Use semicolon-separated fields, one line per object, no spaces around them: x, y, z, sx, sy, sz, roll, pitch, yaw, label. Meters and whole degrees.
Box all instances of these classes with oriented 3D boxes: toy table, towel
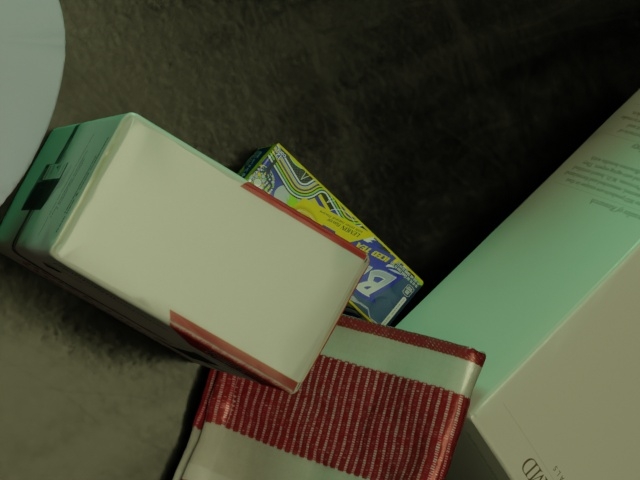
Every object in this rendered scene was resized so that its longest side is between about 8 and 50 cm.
-0.315;-0.093;1.304;0.274;0.161;0.252;-47;119;-37;toy table
-0.026;0.210;1.405;0.037;0.237;0.329;31;76;-49;towel

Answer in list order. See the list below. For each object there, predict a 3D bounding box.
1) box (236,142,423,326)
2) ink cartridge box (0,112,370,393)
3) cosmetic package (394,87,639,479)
0.000;0.000;1.505;0.169;0.054;0.059;44;76;-14;box
-0.111;0.007;1.352;0.197;0.273;0.114;31;82;-16;ink cartridge box
0.238;0.058;1.515;0.365;0.155;0.197;-45;123;-16;cosmetic package
